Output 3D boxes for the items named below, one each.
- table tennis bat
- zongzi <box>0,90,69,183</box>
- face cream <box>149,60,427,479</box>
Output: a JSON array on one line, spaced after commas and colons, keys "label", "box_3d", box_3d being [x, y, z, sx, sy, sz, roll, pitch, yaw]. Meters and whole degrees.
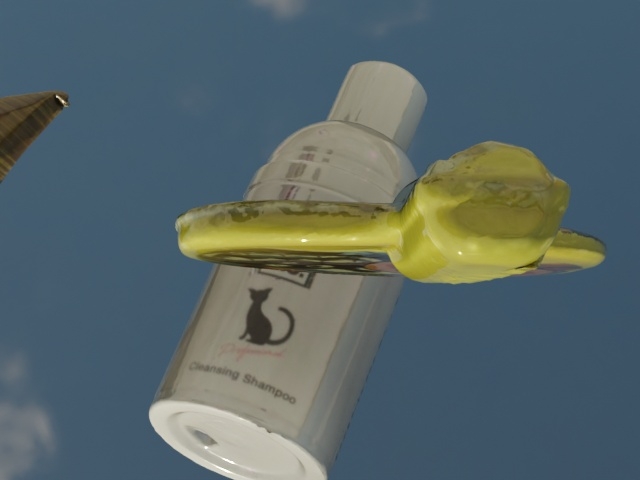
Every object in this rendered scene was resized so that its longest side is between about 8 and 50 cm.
[{"label": "table tennis bat", "box_3d": [0.047, -0.001, 0.923, 0.224, 0.054, 0.369, 4, 175, -10]}, {"label": "zongzi", "box_3d": [-0.406, -0.099, 1.673, 0.288, 0.286, 0.134, -46, -161, 13]}, {"label": "face cream", "box_3d": [0.000, 0.000, 1.455, 0.145, 0.145, 0.369, 8, -118, 26]}]
